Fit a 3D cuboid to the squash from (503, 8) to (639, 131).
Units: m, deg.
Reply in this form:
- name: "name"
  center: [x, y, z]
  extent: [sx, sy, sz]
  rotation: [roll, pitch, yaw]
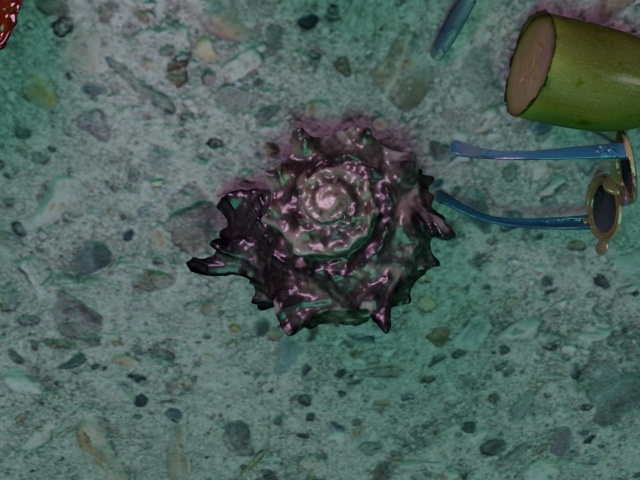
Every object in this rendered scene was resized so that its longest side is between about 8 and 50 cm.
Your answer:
- name: "squash"
  center: [0.300, -0.173, 1.258]
  extent: [0.186, 0.123, 0.123]
  rotation: [10, 129, -18]

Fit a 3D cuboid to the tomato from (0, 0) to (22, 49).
- name: "tomato"
  center: [-0.404, -0.254, 1.125]
  extent: [0.228, 0.101, 0.228]
  rotation: [-3, 99, -17]

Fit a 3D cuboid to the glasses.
- name: "glasses"
  center: [0.255, -0.080, 1.351]
  extent: [0.220, 0.088, 0.190]
  rotation: [16, 156, 6]

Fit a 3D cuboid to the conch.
- name: "conch"
  center: [0.000, -0.012, 1.337]
  extent: [0.313, 0.186, 0.241]
  rotation: [-17, 103, 32]

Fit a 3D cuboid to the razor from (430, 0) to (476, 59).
- name: "razor"
  center: [0.152, -0.246, 1.237]
  extent: [0.068, 0.040, 0.135]
  rotation: [15, 132, -15]
